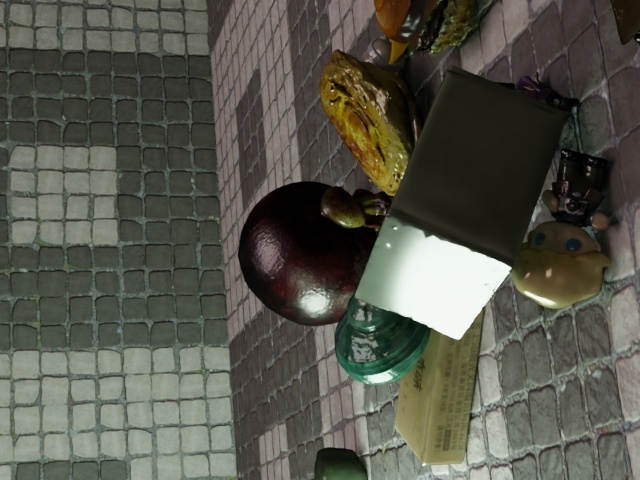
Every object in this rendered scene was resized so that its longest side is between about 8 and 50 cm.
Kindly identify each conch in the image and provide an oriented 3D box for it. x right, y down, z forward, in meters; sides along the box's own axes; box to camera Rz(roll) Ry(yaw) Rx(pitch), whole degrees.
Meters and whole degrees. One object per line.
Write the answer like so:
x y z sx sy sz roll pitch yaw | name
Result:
0.092 0.135 1.868 0.202 0.134 0.196 108 155 -46 | conch

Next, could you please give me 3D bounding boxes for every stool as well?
0.180 -0.044 1.565 0.269 0.170 0.243 107 -173 -63 | stool

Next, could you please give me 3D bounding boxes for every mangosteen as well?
-0.014 0.012 2.257 0.293 0.297 0.297 103 159 -46 | mangosteen

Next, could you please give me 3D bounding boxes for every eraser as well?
0.193 0.181 1.901 0.144 0.078 0.343 -134 46 -66 | eraser

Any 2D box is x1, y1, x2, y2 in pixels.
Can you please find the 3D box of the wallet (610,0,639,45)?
0.364 -0.333 1.372 0.110 0.031 0.198 119 148 -61 | wallet

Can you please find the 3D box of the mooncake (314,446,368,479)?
0.035 0.513 2.416 0.175 0.104 0.168 109 152 -55 | mooncake

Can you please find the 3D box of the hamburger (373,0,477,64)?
0.170 -0.411 1.853 0.261 0.139 0.243 125 140 -64 | hamburger

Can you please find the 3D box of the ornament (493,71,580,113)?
0.272 -0.185 1.607 0.203 0.081 0.088 -166 73 -72 | ornament

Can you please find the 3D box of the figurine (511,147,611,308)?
0.309 -0.012 1.468 0.108 0.114 0.196 -54 -21 -77 | figurine

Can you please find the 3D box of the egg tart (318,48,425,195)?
0.111 -0.213 2.095 0.297 0.132 0.297 57 163 28 | egg tart

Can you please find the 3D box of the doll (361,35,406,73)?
0.122 -0.333 2.166 0.127 0.084 0.073 -46 65 30 | doll
